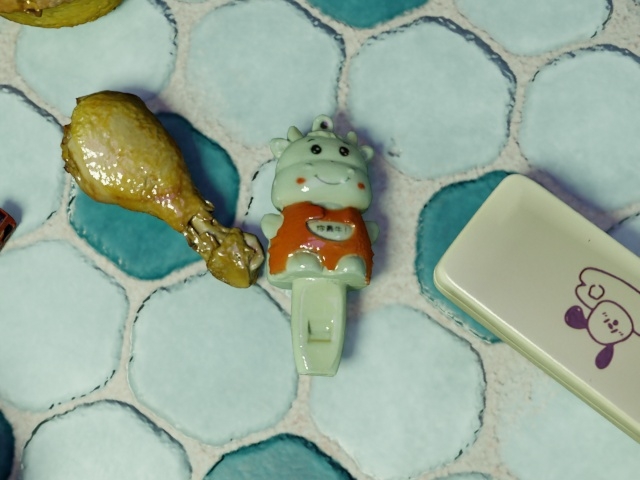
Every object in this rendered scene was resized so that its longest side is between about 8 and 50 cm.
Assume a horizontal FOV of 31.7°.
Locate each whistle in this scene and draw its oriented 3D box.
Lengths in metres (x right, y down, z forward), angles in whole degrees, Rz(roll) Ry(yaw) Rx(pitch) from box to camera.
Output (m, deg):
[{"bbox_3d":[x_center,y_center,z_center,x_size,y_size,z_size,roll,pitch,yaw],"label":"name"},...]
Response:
[{"bbox_3d":[-0.002,0.000,1.058,0.101,0.106,0.253,-2,76,20],"label":"whistle"}]

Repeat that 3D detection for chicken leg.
[{"bbox_3d":[-0.151,-0.049,1.087,0.251,0.087,0.107,41,74,6],"label":"chicken leg"}]

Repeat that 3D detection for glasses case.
[{"bbox_3d":[0.261,0.078,1.039,0.313,0.070,0.131,38,82,11],"label":"glasses case"}]

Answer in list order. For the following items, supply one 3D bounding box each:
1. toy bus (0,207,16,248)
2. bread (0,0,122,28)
[{"bbox_3d":[-0.339,0.017,1.100,0.031,0.043,0.110,32,82,13],"label":"toy bus"},{"bbox_3d":[-0.322,-0.302,1.121,0.260,0.160,0.147,43,91,8],"label":"bread"}]
